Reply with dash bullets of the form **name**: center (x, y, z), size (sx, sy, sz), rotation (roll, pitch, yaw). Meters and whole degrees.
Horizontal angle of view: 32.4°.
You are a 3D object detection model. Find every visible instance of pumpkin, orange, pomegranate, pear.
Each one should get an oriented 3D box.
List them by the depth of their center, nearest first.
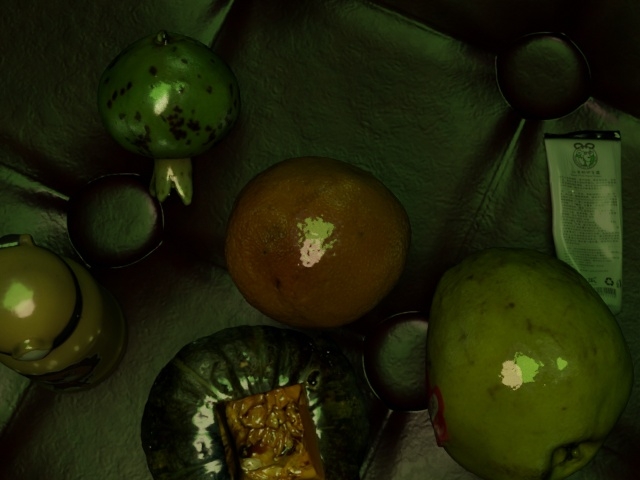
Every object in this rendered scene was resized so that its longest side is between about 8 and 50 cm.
- **pumpkin**: center (-0.085, 0.266, 1.490), size (0.320, 0.192, 0.320), rotation (1, 87, -13)
- **pear**: center (0.268, 0.153, 1.505), size (0.287, 0.287, 0.375), rotation (-12, 50, -3)
- **orange**: center (0.000, 0.000, 1.549), size (0.264, 0.264, 0.264), rotation (0, 76, 0)
- **pomegranate**: center (-0.224, -0.187, 1.635), size (0.211, 0.211, 0.263), rotation (2, 117, 1)

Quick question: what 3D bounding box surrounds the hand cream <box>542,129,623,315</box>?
- **hand cream**: center (0.402, -0.015, 1.651), size (0.121, 0.076, 0.336), rotation (3, 70, -5)

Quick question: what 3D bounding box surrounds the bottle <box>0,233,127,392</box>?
- **bottle**: center (-0.372, 0.102, 1.468), size (0.171, 0.351, 0.172), rotation (0, 77, 1)
